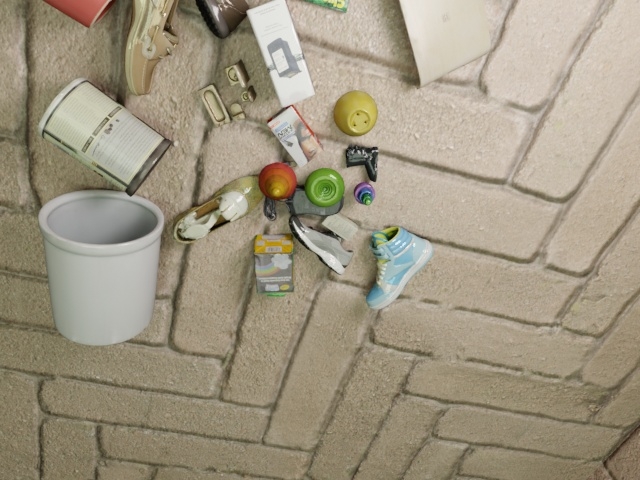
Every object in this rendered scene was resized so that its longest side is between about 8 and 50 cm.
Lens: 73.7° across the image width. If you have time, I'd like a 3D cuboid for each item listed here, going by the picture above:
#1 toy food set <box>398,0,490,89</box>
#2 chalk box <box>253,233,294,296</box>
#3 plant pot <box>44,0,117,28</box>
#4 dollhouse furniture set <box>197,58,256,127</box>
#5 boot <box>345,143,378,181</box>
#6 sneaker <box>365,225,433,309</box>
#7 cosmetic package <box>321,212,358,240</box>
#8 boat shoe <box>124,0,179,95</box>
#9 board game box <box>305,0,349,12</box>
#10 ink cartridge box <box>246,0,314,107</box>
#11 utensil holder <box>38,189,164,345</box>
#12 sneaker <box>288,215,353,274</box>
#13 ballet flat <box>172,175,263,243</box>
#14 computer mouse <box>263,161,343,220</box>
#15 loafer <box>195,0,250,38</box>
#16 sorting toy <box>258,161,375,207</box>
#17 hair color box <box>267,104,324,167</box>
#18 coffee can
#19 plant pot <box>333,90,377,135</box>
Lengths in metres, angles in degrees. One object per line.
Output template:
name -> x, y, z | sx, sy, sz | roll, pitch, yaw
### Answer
toy food set -> 0.316, -0.597, 1.145 | 0.219, 0.092, 0.306 | -27, 119, -1
chalk box -> -0.157, 0.100, 1.478 | 0.132, 0.132, 0.213 | -1, 120, -4
plant pot -> -0.576, -0.652, 0.973 | 0.275, 0.275, 0.243 | -39, 123, 18
dollhouse furniture set -> -0.264, -0.398, 1.194 | 0.151, 0.123, 0.144 | -20, 118, 8
boot -> 0.130, -0.242, 1.348 | 0.099, 0.045, 0.121 | -3, 112, -4
sneaker -> 0.217, 0.083, 1.493 | 0.208, 0.127, 0.319 | 33, 103, -21
cosmetic package -> 0.065, -0.055, 1.451 | 0.115, 0.041, 0.060 | 35, 113, -20
boat shoe -> -0.426, -0.524, 1.102 | 0.110, 0.122, 0.341 | 16, 129, -14
board game box -> -0.041, -0.692, 1.096 | 0.259, 0.030, 0.136 | 12, 116, -9
ink cartridge box -> -0.098, -0.494, 1.121 | 0.100, 0.172, 0.237 | -17, 119, 7
utensil holder -> -0.674, 0.083, 1.339 | 0.327, 0.328, 0.386 | 11, 121, -9
sneaker -> 0.000, 0.000, 1.461 | 0.271, 0.100, 0.108 | 41, 86, -19
ballet flat -> -0.328, -0.087, 1.372 | 0.348, 0.123, 0.123 | -26, 117, 11
computer mouse -> -0.060, -0.166, 1.381 | 0.261, 0.060, 0.184 | -5, 104, -2
loafer -> -0.285, -0.699, 1.040 | 0.130, 0.134, 0.366 | -33, 129, -12
sorting toy -> -0.008, -0.146, 1.286 | 0.365, 0.126, 0.127 | 7, 113, -6
hair color box -> -0.074, -0.316, 1.291 | 0.093, 0.053, 0.167 | -33, 117, 15
coffee can -> -0.594, -0.284, 1.197 | 0.275, 0.202, 0.201 | 37, 111, -21
plant pot -> 0.108, -0.361, 1.250 | 0.134, 0.095, 0.134 | -1, 120, -2
